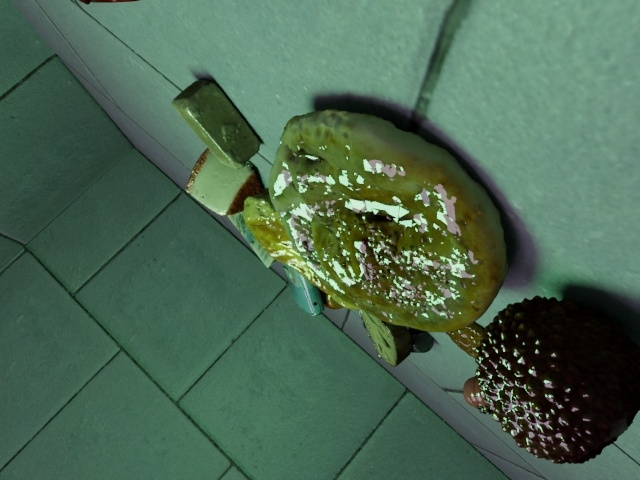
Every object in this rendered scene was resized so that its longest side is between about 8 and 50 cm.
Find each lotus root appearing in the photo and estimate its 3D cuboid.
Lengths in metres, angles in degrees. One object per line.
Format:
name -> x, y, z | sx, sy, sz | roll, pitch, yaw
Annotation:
lotus root -> 0.177, 0.236, 1.254 | 0.170, 0.074, 0.260 | 25, 141, 64

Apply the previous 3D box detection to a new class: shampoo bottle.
shampoo bottle -> 0.270, 0.296, 1.335 | 0.063, 0.057, 0.207 | 42, 168, 2

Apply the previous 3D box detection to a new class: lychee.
lychee -> 0.271, 0.156, 0.526 | 0.188, 0.188, 0.188 | 40, 168, 10

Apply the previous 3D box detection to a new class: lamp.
lamp -> 0.398, 0.366, 1.080 | 0.108, 0.092, 0.107 | 8, 153, 4

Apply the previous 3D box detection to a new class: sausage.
sausage -> 0.014, 0.193, 1.699 | 0.105, 0.105, 0.274 | 47, 165, -19

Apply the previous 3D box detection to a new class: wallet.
wallet -> -0.070, 0.128, 1.596 | 0.176, 0.075, 0.250 | 24, 133, 65

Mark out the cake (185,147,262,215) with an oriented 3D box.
cake -> -0.256, -0.132, 1.284 | 0.158, 0.159, 0.262 | 36, 168, 16

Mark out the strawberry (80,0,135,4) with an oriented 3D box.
strawberry -> -0.122, -0.277, 0.335 | 0.202, 0.186, 0.184 | 7, 133, 21

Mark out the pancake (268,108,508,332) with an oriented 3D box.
pancake -> 0.071, -0.012, 0.639 | 0.387, 0.082, 0.386 | 28, 143, 24

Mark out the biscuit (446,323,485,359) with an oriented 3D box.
biscuit -> 0.329, 0.220, 0.946 | 0.188, 0.027, 0.188 | 41, 168, 10

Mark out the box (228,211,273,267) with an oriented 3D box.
box -> -0.219, -0.042, 1.529 | 0.256, 0.069, 0.164 | 52, 157, 5

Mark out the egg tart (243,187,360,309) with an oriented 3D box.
egg tart -> 0.000, 0.000, 0.948 | 0.352, 0.150, 0.352 | 35, 164, 12

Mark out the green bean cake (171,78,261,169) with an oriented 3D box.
green bean cake -> -0.216, -0.241, 0.945 | 0.179, 0.085, 0.109 | 52, 167, -33
